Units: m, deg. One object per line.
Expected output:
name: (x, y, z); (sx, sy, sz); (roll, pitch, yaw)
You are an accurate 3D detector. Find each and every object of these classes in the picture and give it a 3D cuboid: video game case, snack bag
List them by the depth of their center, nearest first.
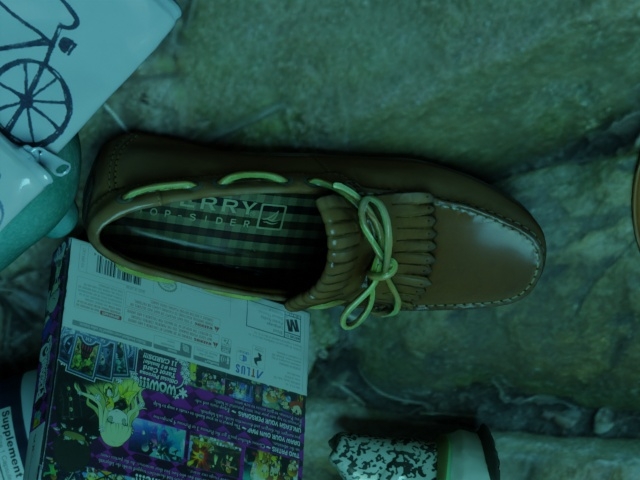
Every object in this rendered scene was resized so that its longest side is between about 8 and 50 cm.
snack bag: (-0.302, -0.146, 1.133); (0.323, 0.037, 0.342); (45, 77, -12)
video game case: (-0.117, 0.126, 1.332); (0.232, 0.210, 0.042); (18, 148, -28)

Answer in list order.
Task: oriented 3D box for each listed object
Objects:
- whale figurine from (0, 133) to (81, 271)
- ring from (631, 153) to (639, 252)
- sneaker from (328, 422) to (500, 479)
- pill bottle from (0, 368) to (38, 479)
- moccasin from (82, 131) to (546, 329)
whale figurine: (-0.284, -0.012, 1.268); (0.216, 0.141, 0.272); (7, 126, -31)
ring: (0.435, -0.050, 1.426); (0.336, 0.032, 0.337); (-3, 119, -6)
sneaker: (0.026, 0.333, 1.535); (0.182, 0.158, 0.410); (17, 110, -5)
pill bottle: (-0.270, 0.197, 1.390); (0.264, 0.153, 0.153); (-18, 120, 1)
moccasin: (0.001, -0.003, 1.320); (0.380, 0.147, 0.139); (13, 117, -15)
